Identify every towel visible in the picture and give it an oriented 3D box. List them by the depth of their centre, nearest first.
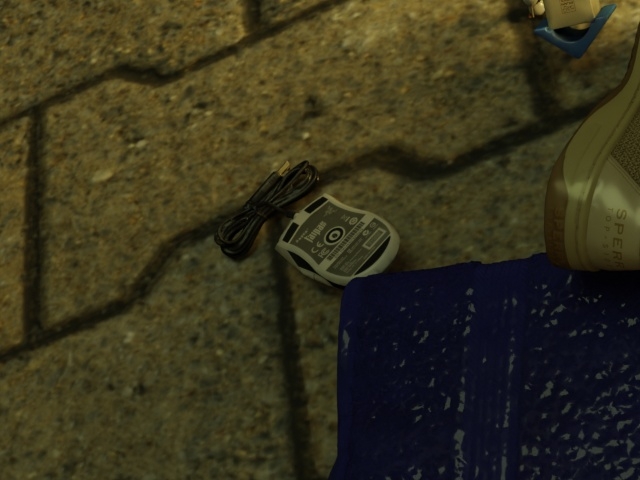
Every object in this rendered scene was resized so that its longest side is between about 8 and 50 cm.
[{"bbox_3d":[0.152,0.117,1.138,0.308,0.076,0.228,-8,61,27],"label":"towel"}]

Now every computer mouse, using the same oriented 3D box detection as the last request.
[{"bbox_3d":[0.000,0.000,1.338,0.106,0.042,0.193,-45,40,-12],"label":"computer mouse"}]

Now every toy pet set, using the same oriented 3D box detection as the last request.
[{"bbox_3d":[0.225,-0.197,1.346,0.122,0.065,0.114,-9,18,23],"label":"toy pet set"}]

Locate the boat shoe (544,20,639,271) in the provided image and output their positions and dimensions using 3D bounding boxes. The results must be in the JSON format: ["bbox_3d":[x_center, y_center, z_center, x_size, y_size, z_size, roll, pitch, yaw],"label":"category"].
[{"bbox_3d":[0.271,-0.090,1.153,0.110,0.122,0.341,12,47,29],"label":"boat shoe"}]
